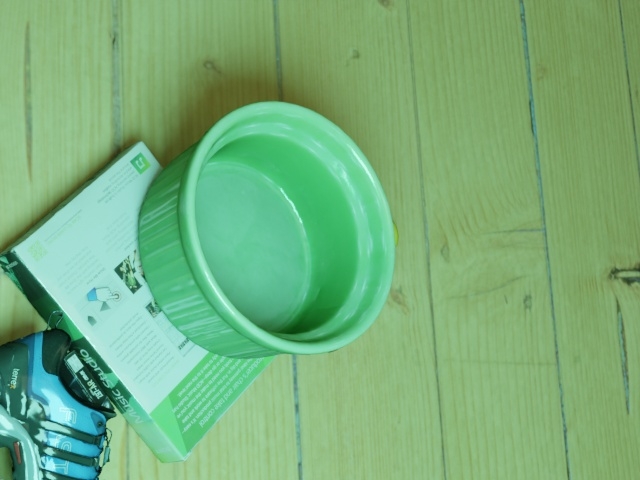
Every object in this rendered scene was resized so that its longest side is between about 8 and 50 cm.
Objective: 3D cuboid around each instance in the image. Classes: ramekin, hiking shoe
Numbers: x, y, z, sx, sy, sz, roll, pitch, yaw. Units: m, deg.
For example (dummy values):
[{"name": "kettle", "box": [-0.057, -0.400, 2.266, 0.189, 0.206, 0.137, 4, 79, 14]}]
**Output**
[{"name": "ramekin", "box": [-0.070, -0.001, 1.535, 0.303, 0.148, 0.303, 13, 68, -36]}, {"name": "hiking shoe", "box": [-0.269, 0.239, 1.378, 0.132, 0.113, 0.304, -27, 102, -12]}]

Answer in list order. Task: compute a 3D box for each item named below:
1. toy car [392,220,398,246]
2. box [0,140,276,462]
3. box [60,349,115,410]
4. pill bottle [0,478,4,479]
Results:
[{"name": "toy car", "box": [0.000, 0.000, 1.718, 0.225, 0.053, 0.239, 44, 55, -19]}, {"name": "box", "box": [-0.203, 0.073, 1.544, 0.322, 0.058, 0.232, 53, 53, -12]}, {"name": "box", "box": [-0.277, 0.168, 1.452, 0.018, 0.067, 0.083, -41, 104, -40]}, {"name": "pill bottle", "box": [-0.370, 0.333, 1.318, 0.094, 0.094, 0.169, 6, 74, -36]}]
